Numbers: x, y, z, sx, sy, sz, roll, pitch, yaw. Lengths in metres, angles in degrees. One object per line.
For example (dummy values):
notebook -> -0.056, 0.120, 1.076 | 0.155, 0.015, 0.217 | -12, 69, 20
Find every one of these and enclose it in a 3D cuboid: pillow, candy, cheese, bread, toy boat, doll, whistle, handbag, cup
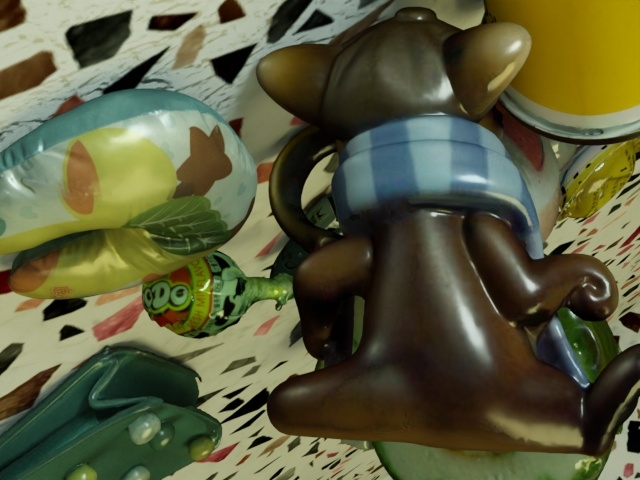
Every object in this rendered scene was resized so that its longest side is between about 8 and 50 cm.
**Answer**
pillow -> -0.150, -0.025, 0.827 | 0.214, 0.086, 0.233 | -24, 162, -2
candy -> -0.035, 0.043, 1.095 | 0.305, 0.083, 0.091 | -3, -174, -41
cheese -> 0.403, -0.109, 1.552 | 0.250, 0.064, 0.156 | -39, 164, -20
bread -> 0.169, 0.175, 1.372 | 0.382, 0.366, 0.129 | -20, 169, 27
toy boat -> 0.000, 0.000, 1.151 | 0.141, 0.055, 0.060 | -41, 136, 19
doll -> 0.081, 0.003, 0.846 | 0.318, 0.339, 0.209 | -15, 165, 29
whistle -> 0.184, -0.097, 1.092 | 0.348, 0.189, 0.189 | -42, 164, -22
handbag -> -0.247, 0.241, 1.231 | 0.274, 0.100, 0.269 | -36, 161, 0
cup -> 0.200, -0.200, 0.850 | 0.196, 0.196, 0.279 | -36, 153, 2
